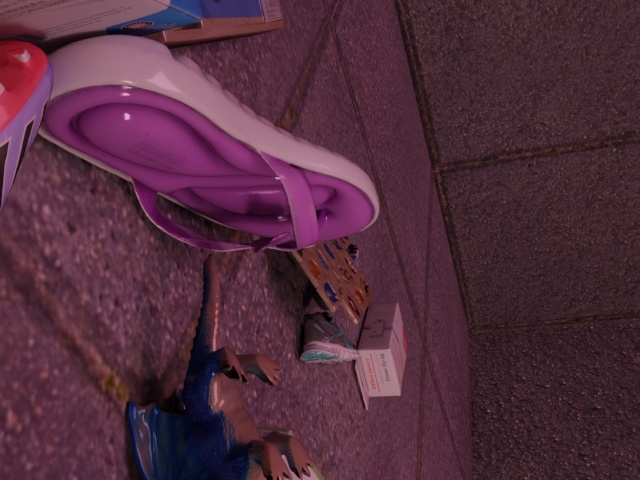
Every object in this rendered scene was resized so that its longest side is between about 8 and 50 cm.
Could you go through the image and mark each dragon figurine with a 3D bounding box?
[{"bbox_3d":[-0.102,0.158,0.513,0.289,0.144,0.085,66,16,14],"label":"dragon figurine"}]

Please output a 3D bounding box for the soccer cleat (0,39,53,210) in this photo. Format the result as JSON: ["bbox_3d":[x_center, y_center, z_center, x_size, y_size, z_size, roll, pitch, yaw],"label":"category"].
[{"bbox_3d":[-0.201,-0.008,0.314,0.095,0.082,0.248,88,7,-51],"label":"soccer cleat"}]

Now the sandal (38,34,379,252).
[{"bbox_3d":[-0.080,-0.035,0.556,0.416,0.169,0.102,23,57,-55],"label":"sandal"}]

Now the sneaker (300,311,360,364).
[{"bbox_3d":[0.016,0.146,0.925,0.166,0.064,0.076,40,41,-67],"label":"sneaker"}]

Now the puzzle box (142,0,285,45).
[{"bbox_3d":[-0.137,-0.347,0.633,0.409,0.052,0.272,-63,142,-66],"label":"puzzle box"}]

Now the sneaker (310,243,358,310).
[{"bbox_3d":[0.034,0.075,0.993,0.191,0.071,0.083,-59,145,-64],"label":"sneaker"}]

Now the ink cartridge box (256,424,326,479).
[{"bbox_3d":[-0.056,0.339,0.631,0.235,0.056,0.171,-67,145,-40],"label":"ink cartridge box"}]

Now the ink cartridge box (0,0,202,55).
[{"bbox_3d":[-0.175,-0.162,0.337,0.190,0.139,0.082,-21,103,-72],"label":"ink cartridge box"}]

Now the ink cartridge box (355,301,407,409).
[{"bbox_3d":[0.122,0.224,1.199,0.198,0.067,0.115,-65,143,-59],"label":"ink cartridge box"}]

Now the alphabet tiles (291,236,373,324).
[{"bbox_3d":[0.000,0.000,0.876,0.237,0.009,0.198,57,22,-6],"label":"alphabet tiles"}]
